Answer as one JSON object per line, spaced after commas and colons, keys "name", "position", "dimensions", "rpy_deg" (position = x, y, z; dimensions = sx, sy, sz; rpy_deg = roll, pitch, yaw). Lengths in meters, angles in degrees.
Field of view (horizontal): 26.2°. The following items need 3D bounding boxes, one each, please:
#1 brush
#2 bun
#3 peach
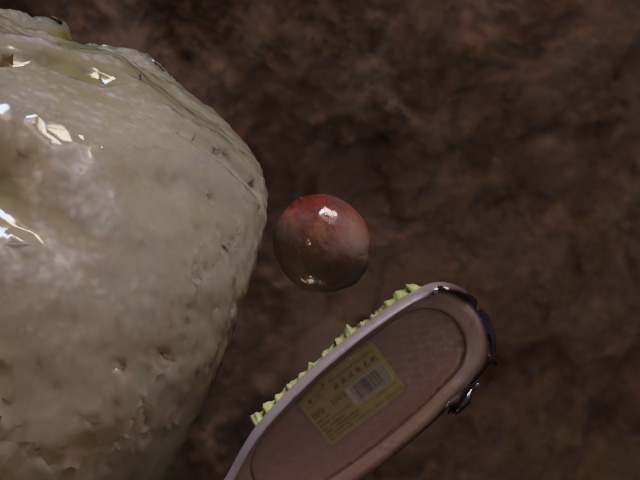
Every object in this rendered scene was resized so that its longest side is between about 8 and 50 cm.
{"name": "brush", "position": [-0.037, 0.132, 0.759], "dimensions": [0.313, 0.072, 0.067], "rpy_deg": [-41, 18, -1]}
{"name": "bun", "position": [-0.168, 0.027, 0.506], "dimensions": [0.281, 0.205, 0.281], "rpy_deg": [-45, 28, 31]}
{"name": "peach", "position": [0.002, 0.001, 1.104], "dimensions": [0.083, 0.083, 0.083], "rpy_deg": [-47, -25, -30]}
